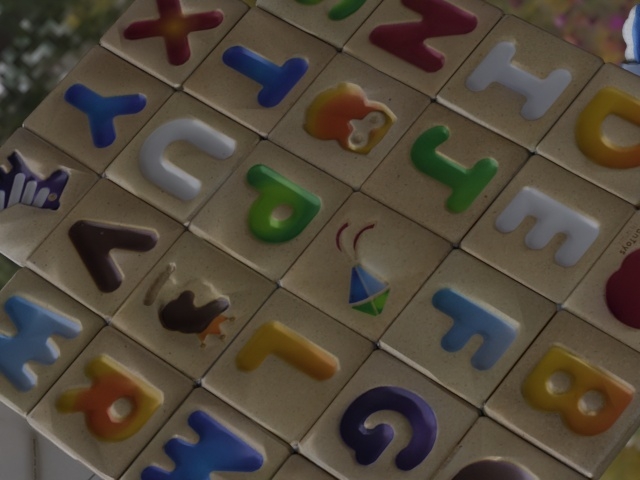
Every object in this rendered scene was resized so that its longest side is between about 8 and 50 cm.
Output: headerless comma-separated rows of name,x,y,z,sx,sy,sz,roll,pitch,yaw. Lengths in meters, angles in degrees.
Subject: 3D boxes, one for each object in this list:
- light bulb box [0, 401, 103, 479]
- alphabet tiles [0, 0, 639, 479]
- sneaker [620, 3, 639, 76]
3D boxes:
light bulb box,-0.084,0.307,1.157,0.358,0.225,0.361,22,140,33
alphabet tiles,0.000,0.000,0.853,0.342,0.285,0.011,31,162,30
sneaker,0.257,-0.066,1.405,0.130,0.323,0.236,-3,126,38
